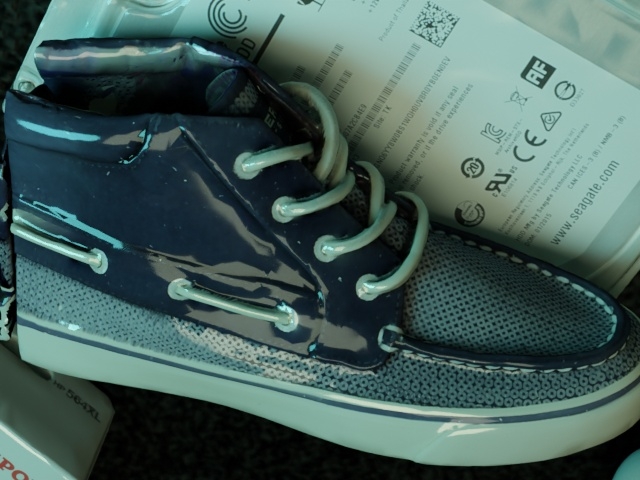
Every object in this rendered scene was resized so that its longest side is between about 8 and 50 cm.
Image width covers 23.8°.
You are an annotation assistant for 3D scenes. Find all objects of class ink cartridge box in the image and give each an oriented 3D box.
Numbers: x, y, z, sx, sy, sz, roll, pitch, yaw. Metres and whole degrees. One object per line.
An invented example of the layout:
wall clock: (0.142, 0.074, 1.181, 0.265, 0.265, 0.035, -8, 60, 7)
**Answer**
ink cartridge box: (-0.251, 0.134, 0.938, 0.148, 0.086, 0.203, 41, 118, -16)

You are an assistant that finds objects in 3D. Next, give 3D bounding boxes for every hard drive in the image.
hard drive: (0.034, -0.087, 0.785, 0.339, 0.064, 0.237, 29, 119, -8)

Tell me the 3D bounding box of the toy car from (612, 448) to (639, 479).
toy car: (0.260, 0.198, 0.889, 0.182, 0.159, 0.136, -14, 152, 15)

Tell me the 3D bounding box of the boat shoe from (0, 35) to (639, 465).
boat shoe: (0.000, 0.000, 0.726, 0.341, 0.127, 0.158, 7, 128, 4)
